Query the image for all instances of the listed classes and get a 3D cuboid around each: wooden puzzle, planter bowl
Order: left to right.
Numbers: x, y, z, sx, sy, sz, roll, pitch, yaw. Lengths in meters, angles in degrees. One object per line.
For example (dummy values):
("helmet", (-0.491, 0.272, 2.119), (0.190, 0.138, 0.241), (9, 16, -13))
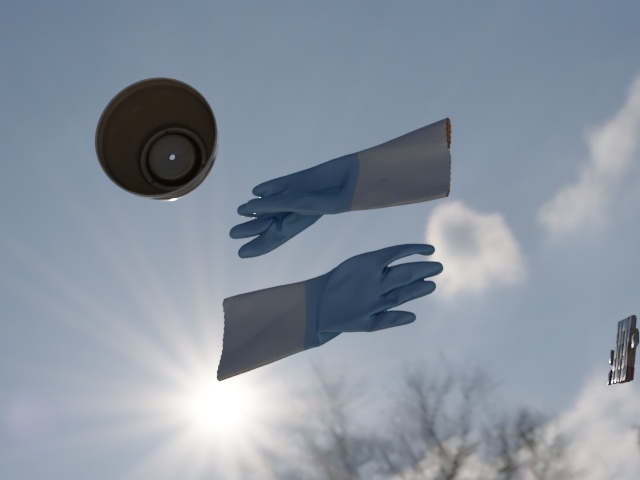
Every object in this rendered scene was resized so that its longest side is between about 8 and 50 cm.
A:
("planter bowl", (-0.206, -0.121, 2.135), (0.162, 0.162, 0.109), (-30, -17, 0))
("wooden puzzle", (0.231, 0.083, 1.225), (0.006, 0.049, 0.083), (8, -9, -2))

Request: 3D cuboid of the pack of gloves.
("pack of gloves", (0.000, 0.000, 1.366), (0.232, 0.195, 0.046), (-18, -40, 31))
